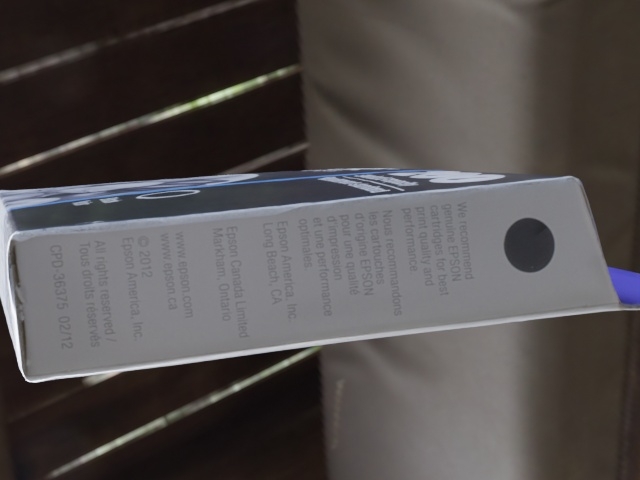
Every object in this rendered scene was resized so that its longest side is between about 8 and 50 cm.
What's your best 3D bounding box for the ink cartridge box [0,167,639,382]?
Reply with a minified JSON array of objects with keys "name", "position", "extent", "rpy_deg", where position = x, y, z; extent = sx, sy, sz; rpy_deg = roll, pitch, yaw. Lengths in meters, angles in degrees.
[{"name":"ink cartridge box","position":[0.000,0.000,0.450],"extent":[0.206,0.208,0.045],"rpy_deg":[-165,72,-74]}]
